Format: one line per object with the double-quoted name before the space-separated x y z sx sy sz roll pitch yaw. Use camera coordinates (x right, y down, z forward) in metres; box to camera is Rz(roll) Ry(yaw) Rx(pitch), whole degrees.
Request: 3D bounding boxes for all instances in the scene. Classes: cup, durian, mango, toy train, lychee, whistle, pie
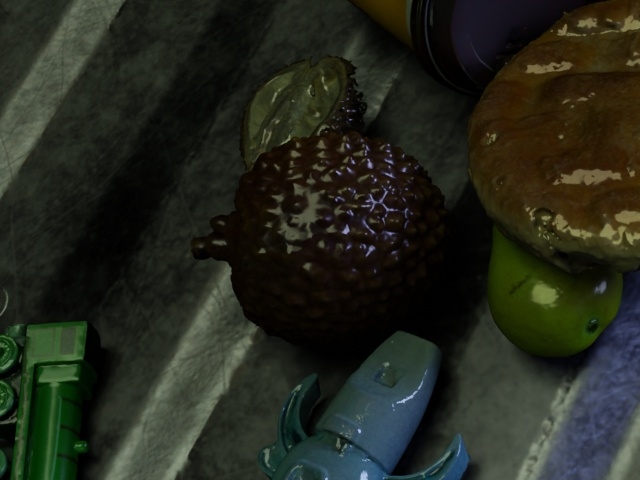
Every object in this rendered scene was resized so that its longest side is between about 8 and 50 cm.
"cup" 0.118 -0.265 1.687 0.196 0.196 0.280 -45 42 -5
"durian" -0.017 -0.095 1.699 0.148 0.091 0.188 10 56 47
"mango" 0.203 0.025 1.501 0.117 0.089 0.163 -12 53 24
"toy train" -0.277 0.193 1.660 0.119 0.085 0.251 -5 60 7
"lychee" 0.000 0.000 1.558 0.238 0.200 0.200 -2 56 4
"whistle" 0.017 0.198 1.491 0.186 0.093 0.274 20 67 37
"pie" 0.282 -0.096 1.481 0.340 0.083 0.339 -11 44 11
